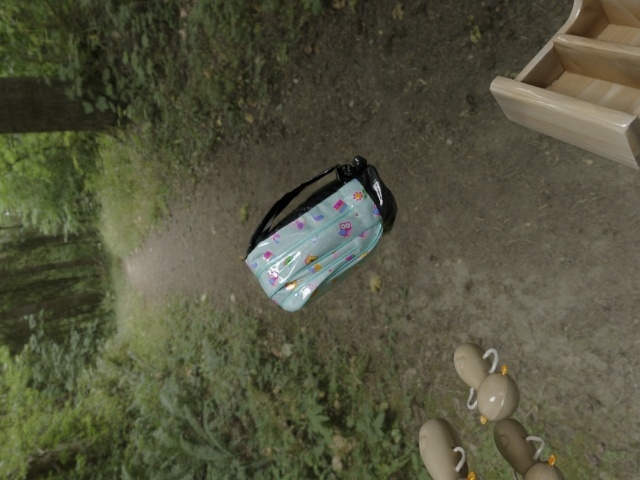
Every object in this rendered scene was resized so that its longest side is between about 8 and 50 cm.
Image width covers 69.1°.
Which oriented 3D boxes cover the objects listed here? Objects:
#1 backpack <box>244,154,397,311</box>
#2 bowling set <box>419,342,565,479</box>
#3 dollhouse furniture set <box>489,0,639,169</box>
[{"bbox_3d":[0.000,0.000,0.565,0.115,0.182,0.152,52,168,12],"label":"backpack"},{"bbox_3d":[0.201,0.274,0.507,0.154,0.200,0.287,-81,11,-82],"label":"bowling set"},{"bbox_3d":[0.221,-0.288,0.365,0.256,0.394,0.362,-49,38,7],"label":"dollhouse furniture set"}]
